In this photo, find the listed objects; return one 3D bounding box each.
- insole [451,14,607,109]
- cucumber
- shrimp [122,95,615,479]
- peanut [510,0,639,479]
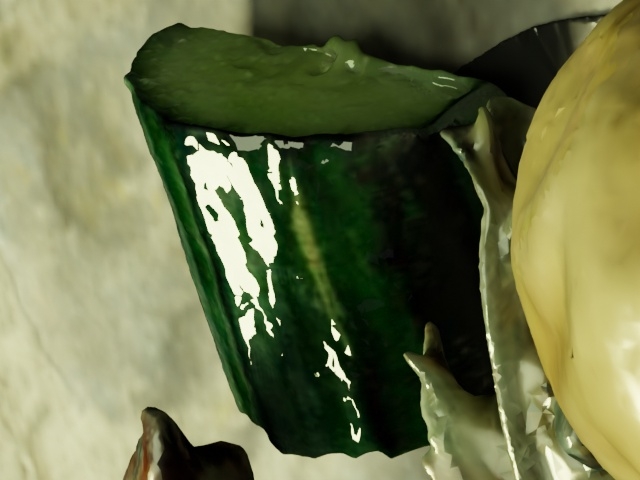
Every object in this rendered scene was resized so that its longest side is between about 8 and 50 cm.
[{"bbox_3d":[0.052,-0.028,0.499,0.153,0.002,0.053,-21,96,44],"label":"insole"},{"bbox_3d":[0.000,0.000,0.512,0.116,0.062,0.115,7,126,38],"label":"cucumber"},{"bbox_3d":[0.035,0.125,0.492,0.247,0.085,0.360,11,122,24],"label":"shrimp"},{"bbox_3d":[0.204,-0.017,0.263,0.387,0.169,0.192,-3,107,38],"label":"peanut"}]
